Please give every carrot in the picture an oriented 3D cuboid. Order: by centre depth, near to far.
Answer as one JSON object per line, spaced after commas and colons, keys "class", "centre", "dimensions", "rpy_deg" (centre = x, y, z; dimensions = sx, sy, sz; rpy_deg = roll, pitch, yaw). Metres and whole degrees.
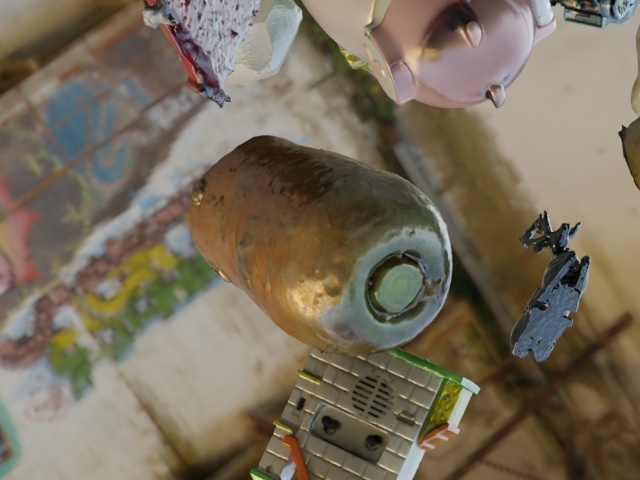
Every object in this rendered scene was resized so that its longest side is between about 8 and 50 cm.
{"class": "carrot", "centre": [0.000, 0.000, 1.932], "dimensions": [0.224, 0.224, 0.340], "rpy_deg": [-38, -145, -14]}

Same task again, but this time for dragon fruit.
{"class": "dragon fruit", "centre": [-0.155, -0.369, 1.983], "dimensions": [0.100, 0.282, 0.344], "rpy_deg": [1, -129, 23]}

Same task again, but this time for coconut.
{"class": "coconut", "centre": [-0.106, -0.284, 2.185], "dimensions": [0.162, 0.161, 0.161], "rpy_deg": [-3, -154, 11]}

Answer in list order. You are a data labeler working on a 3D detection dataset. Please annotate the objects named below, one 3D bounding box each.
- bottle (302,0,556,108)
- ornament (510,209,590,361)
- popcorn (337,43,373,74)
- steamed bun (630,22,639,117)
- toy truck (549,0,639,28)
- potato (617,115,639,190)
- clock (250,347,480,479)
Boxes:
{"class": "bottle", "centre": [0.076, -0.176, 1.187], "dimensions": [0.147, 0.147, 0.236], "rpy_deg": [-32, -145, 1]}
{"class": "ornament", "centre": [0.347, 0.060, 2.549], "dimensions": [0.236, 0.080, 0.202], "rpy_deg": [-92, -155, -64]}
{"class": "popcorn", "centre": [0.095, -0.266, 1.653], "dimensions": [0.212, 0.259, 0.259], "rpy_deg": [-18, -157, 32]}
{"class": "steamed bun", "centre": [0.570, -0.187, 2.189], "dimensions": [0.276, 0.289, 0.203], "rpy_deg": [-11, -167, -28]}
{"class": "toy truck", "centre": [0.325, -0.362, 1.896], "dimensions": [0.108, 0.257, 0.140], "rpy_deg": [17, -145, 31]}
{"class": "potato", "centre": [0.459, -0.052, 1.965], "dimensions": [0.098, 0.243, 0.138], "rpy_deg": [-42, -175, 35]}
{"class": "clock", "centre": [0.054, 0.259, 2.193], "dimensions": [0.255, 0.219, 0.106], "rpy_deg": [-65, 159, -4]}
